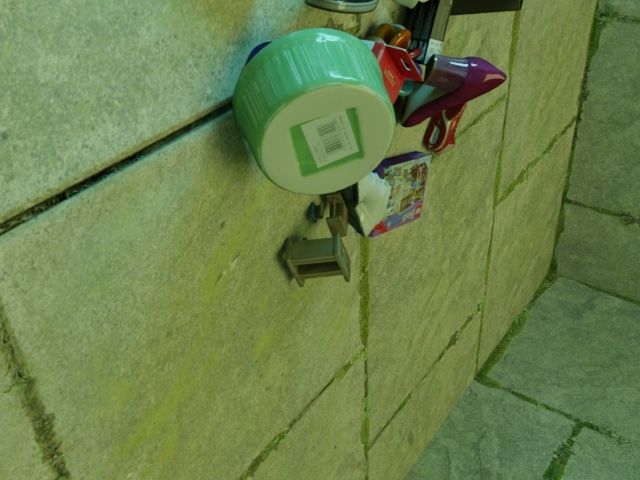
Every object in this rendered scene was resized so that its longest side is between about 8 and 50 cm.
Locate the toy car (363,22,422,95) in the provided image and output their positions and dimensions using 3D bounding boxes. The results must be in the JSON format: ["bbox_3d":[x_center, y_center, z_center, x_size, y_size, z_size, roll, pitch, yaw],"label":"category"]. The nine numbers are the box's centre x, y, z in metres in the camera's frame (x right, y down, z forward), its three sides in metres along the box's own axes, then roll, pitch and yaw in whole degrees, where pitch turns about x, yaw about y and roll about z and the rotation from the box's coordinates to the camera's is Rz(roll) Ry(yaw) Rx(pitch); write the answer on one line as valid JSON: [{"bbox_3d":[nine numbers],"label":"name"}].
[{"bbox_3d":[0.182,-0.426,1.690,0.159,0.136,0.182,-41,140,-41],"label":"toy car"}]

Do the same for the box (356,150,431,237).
[{"bbox_3d":[0.213,-0.137,1.996,0.293,0.057,0.201,-21,124,-53],"label":"box"}]

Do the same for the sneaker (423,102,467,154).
[{"bbox_3d":[0.392,-0.366,2.148,0.221,0.087,0.128,-58,159,4],"label":"sneaker"}]

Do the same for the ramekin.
[{"bbox_3d":[-0.005,-0.229,1.330,0.303,0.148,0.303,-12,139,-10],"label":"ramekin"}]

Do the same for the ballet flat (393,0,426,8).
[{"bbox_3d":[0.219,-0.552,1.510,0.248,0.086,0.086,-50,146,-49],"label":"ballet flat"}]

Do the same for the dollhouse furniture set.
[{"bbox_3d":[0.000,0.000,1.701,0.129,0.129,0.184,66,22,-51],"label":"dollhouse furniture set"}]

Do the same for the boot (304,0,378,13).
[{"bbox_3d":[0.095,-0.623,1.397,0.377,0.138,0.284,-41,148,-46],"label":"boot"}]

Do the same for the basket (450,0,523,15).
[{"bbox_3d":[0.407,-0.666,1.794,0.154,0.226,0.205,-57,151,-49],"label":"basket"}]

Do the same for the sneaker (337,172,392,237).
[{"bbox_3d":[0.108,-0.130,1.751,0.129,0.111,0.297,-39,152,-10],"label":"sneaker"}]

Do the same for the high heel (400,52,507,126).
[{"bbox_3d":[0.319,-0.355,1.779,0.377,0.181,0.127,139,-38,-80],"label":"high heel"}]

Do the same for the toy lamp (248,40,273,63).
[{"bbox_3d":[-0.061,-0.282,1.437,0.080,0.080,0.275,-60,149,-17],"label":"toy lamp"}]

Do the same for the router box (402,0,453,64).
[{"bbox_3d":[0.259,-0.533,1.755,0.046,0.133,0.179,5,106,-30],"label":"router box"}]

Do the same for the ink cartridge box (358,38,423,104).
[{"bbox_3d":[0.086,-0.358,1.478,0.134,0.231,0.078,35,77,-59],"label":"ink cartridge box"}]
